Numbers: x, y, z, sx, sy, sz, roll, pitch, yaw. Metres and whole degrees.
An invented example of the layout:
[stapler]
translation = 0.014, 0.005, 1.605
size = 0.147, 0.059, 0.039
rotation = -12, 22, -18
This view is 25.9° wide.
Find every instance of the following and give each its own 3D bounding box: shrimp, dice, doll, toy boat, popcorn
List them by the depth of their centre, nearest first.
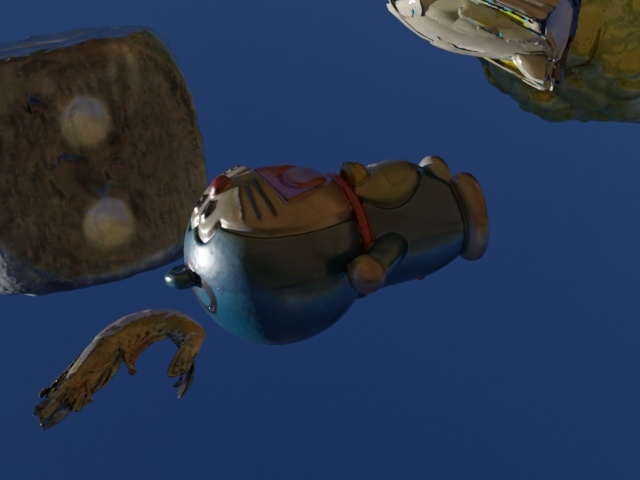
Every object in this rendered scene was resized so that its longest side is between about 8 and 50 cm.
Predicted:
[doll]
translation = 0.000, 0.000, 0.650
size = 0.152, 0.085, 0.114
rotation = -14, -160, -16
[toy boat]
translation = 0.049, -0.147, 0.754
size = 0.210, 0.084, 0.066
rotation = 27, -99, 21
[popcorn]
translation = 0.212, -0.188, 1.001
size = 0.256, 0.255, 0.195
rotation = -32, -137, -28
[dice]
translation = -0.202, -0.067, 1.074
size = 0.181, 0.183, 0.182
rotation = -16, -163, -24
[shrimp]
translation = -0.221, 0.152, 1.575
size = 0.152, 0.046, 0.219
rotation = 17, -137, 37
